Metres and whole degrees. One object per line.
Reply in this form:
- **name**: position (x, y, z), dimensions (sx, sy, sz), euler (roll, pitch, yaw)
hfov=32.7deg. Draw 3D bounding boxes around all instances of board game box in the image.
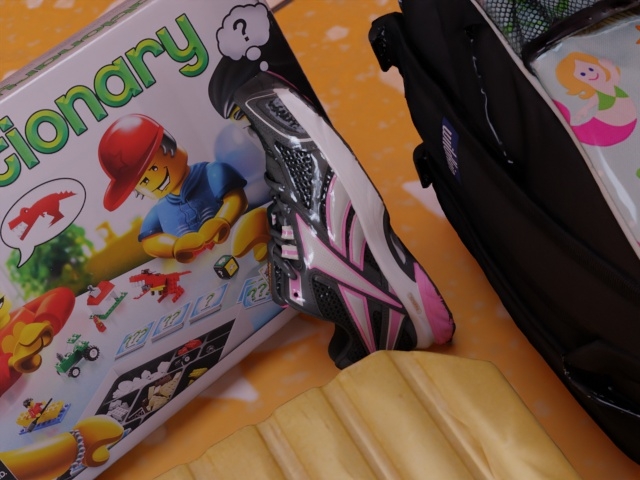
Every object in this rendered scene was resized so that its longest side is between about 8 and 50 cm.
- **board game box**: position (-0.124, 0.008, 0.574), dimensions (0.305, 0.193, 0.053), euler (-39, 26, -17)

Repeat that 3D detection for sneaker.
- **sneaker**: position (0.000, 0.000, 0.571), dimensions (0.077, 0.178, 0.072), euler (-32, 15, 0)

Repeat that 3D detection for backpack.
- **backpack**: position (0.156, -0.026, 0.506), dimensions (0.191, 0.225, 0.253), euler (-22, 45, 1)

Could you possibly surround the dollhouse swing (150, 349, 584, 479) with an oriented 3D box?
- **dollhouse swing**: position (0.013, 0.175, 0.352), dimensions (0.347, 0.315, 0.305), euler (-29, 70, -9)
